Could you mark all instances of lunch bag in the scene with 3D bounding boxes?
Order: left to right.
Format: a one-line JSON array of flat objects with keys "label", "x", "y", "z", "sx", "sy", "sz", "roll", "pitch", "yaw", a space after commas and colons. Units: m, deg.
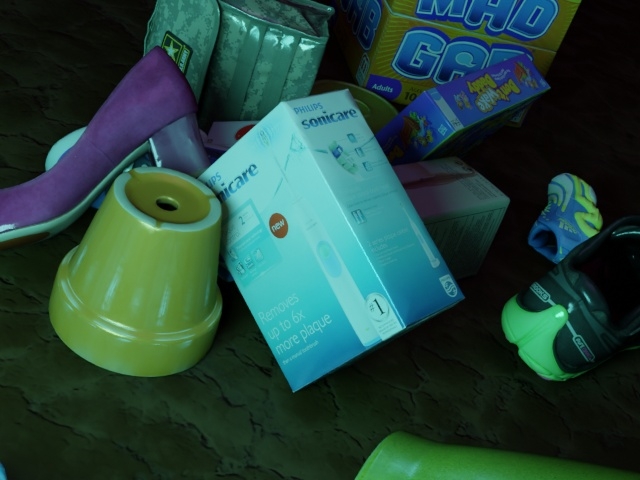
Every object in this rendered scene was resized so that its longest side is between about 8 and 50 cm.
[{"label": "lunch bag", "x": -0.147, "y": -0.297, "z": 1.729, "sx": 0.287, "sy": 0.235, "sz": 0.169, "roll": 18, "pitch": 32, "yaw": -5}]

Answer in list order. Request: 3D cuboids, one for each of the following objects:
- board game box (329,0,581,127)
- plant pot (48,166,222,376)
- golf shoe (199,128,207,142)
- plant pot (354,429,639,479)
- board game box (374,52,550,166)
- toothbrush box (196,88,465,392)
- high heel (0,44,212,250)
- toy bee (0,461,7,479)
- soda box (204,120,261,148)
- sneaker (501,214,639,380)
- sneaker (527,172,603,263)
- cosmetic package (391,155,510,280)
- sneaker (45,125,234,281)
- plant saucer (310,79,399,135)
[{"label": "board game box", "x": 0.260, "y": -0.493, "z": 2.143, "sx": 0.356, "sy": 0.356, "sz": 0.356, "roll": 8, "pitch": 34, "yaw": -19}, {"label": "plant pot", "x": -0.203, "y": 0.024, "z": 1.269, "sx": 0.205, "sy": 0.188, "sz": 0.205, "roll": 15, "pitch": 33, "yaw": -10}, {"label": "golf shoe", "x": -0.242, "y": -0.156, "z": 1.609, "sx": 0.186, "sy": 0.086, "sz": 0.067, "roll": -9, "pitch": 42, "yaw": -41}, {"label": "plant pot", "x": 0.181, "y": 0.336, "z": 0.924, "sx": 0.353, "sy": 0.366, "sz": 0.366, "roll": 19, "pitch": 31, "yaw": 18}, {"label": "board game box", "x": 0.201, "y": -0.181, "z": 1.754, "sx": 0.347, "sy": 0.233, "sz": 0.078, "roll": -28, "pitch": 81, "yaw": -50}, {"label": "toothbrush box", "x": 0.000, "y": 0.000, "z": 1.296, "sx": 0.126, "sy": 0.216, "sz": 0.295, "roll": -18, "pitch": 78, "yaw": -46}, {"label": "high heel", "x": -0.328, "y": -0.107, "z": 1.331, "sx": 0.377, "sy": 0.127, "sz": 0.181, "roll": -21, "pitch": 88, "yaw": -22}, {"label": "toy bee", "x": -0.333, "y": 0.255, "z": 0.920, "sx": 0.298, "sy": 0.162, "sz": 0.195, "roll": 37, "pitch": 18, "yaw": -22}, {"label": "soda box", "x": -0.062, "y": -0.134, "z": 1.610, "sx": 0.216, "sy": 0.069, "sz": 0.074, "roll": 0, "pitch": 41, "yaw": 13}, {"label": "sneaker", "x": 0.465, "y": 0.059, "z": 1.560, "sx": 0.483, "sy": 0.202, "sz": 0.185, "roll": -26, "pitch": 76, "yaw": -45}, {"label": "sneaker", "x": 0.403, "y": -0.040, "z": 1.803, "sx": 0.126, "sy": 0.091, "sz": 0.240, "roll": 9, "pitch": 35, "yaw": -18}, {"label": "cosmetic package", "x": 0.116, "y": -0.016, "z": 1.549, "sx": 0.296, "sy": 0.153, "sz": 0.129, "roll": -11, "pitch": 43, "yaw": -42}, {"label": "sneaker", "x": -0.184, "y": -0.045, "z": 1.435, "sx": 0.323, "sy": 0.130, "sz": 0.236, "roll": 5, "pitch": 31, "yaw": -33}, {"label": "plant saucer", "x": 0.055, "y": -0.228, "z": 1.931, "sx": 0.241, "sy": 0.037, "sz": 0.241, "roll": 15, "pitch": 32, "yaw": -10}]
